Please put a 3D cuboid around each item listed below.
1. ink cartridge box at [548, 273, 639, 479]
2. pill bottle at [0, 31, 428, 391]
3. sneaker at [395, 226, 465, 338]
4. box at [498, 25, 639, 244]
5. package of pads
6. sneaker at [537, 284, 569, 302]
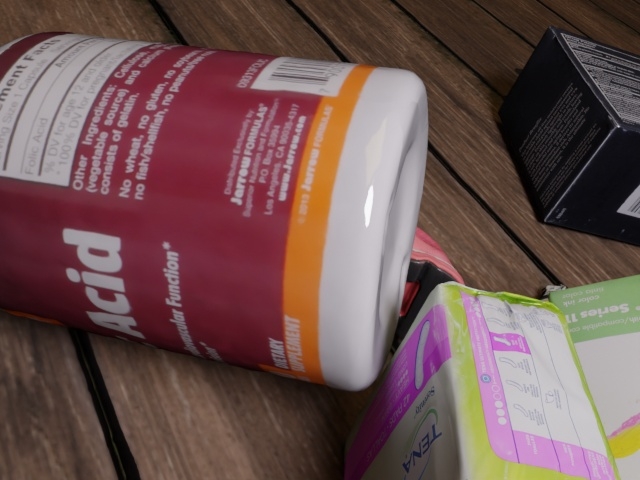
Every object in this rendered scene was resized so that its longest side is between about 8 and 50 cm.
[{"bbox_3d":[0.250,0.213,0.425,0.119,0.207,0.354,-14,33,24],"label":"ink cartridge box"},{"bbox_3d":[-0.130,-0.035,0.469,0.391,0.224,0.224,10,38,14],"label":"pill bottle"},{"bbox_3d":[0.000,0.001,0.657,0.313,0.116,0.136,23,27,-5],"label":"sneaker"},{"bbox_3d":[0.473,-0.151,0.949,0.296,0.183,0.294,13,42,-13],"label":"box"},{"bbox_3d":[0.086,0.196,0.365,0.101,0.229,0.297,14,42,-9],"label":"package of pads"},{"bbox_3d":[0.276,0.073,0.741,0.083,0.032,0.037,-6,34,-35],"label":"sneaker"}]
